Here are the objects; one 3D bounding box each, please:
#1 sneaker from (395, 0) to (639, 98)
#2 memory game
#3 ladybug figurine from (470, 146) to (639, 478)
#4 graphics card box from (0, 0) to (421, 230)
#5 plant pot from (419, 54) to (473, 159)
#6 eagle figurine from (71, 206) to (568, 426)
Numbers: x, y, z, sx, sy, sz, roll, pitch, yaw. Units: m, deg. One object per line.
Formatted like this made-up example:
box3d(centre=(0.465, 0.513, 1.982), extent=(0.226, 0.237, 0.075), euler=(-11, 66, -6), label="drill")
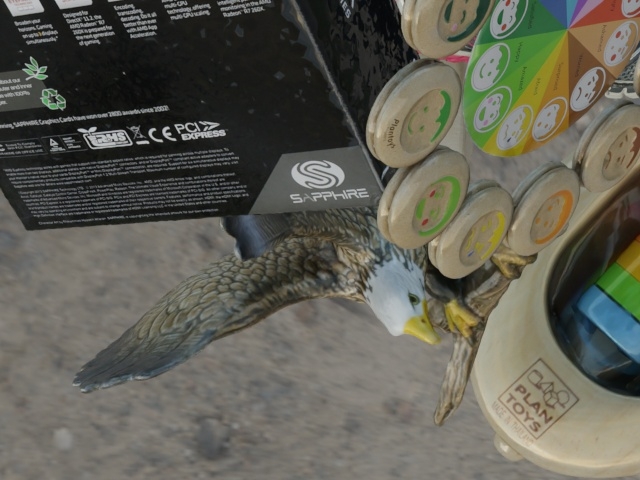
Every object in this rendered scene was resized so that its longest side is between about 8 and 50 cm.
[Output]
box3d(centre=(0.208, -0.183, 1.432), extent=(0.299, 0.112, 0.121), euler=(1, 87, -16), label="sneaker")
box3d(centre=(0.084, -0.067, 0.583), extent=(0.012, 0.186, 0.186), euler=(37, 91, 33), label="memory game")
box3d(centre=(0.333, 0.046, 1.724), extent=(0.449, 0.162, 0.305), euler=(-43, 79, 4), label="ladybug figurine")
box3d(centre=(-0.116, -0.169, 0.823), extent=(0.232, 0.371, 0.094), euler=(-5, 40, 29), label="graphics card box")
box3d(centre=(0.084, -0.128, 1.548), extent=(0.109, 0.109, 0.096), euler=(9, 99, 8), label="plant pot")
box3d(centre=(0.005, 0.002, 1.127), extent=(0.298, 0.225, 0.226), euler=(10, 84, -27), label="eagle figurine")
